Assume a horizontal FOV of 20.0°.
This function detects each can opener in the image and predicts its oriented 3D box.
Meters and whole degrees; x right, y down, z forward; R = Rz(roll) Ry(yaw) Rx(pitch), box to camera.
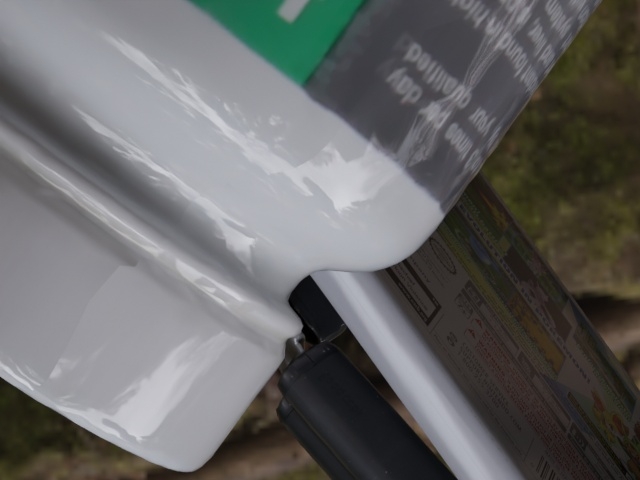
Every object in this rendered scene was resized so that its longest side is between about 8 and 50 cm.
[{"bbox_3d":[0.021,0.086,1.122,0.095,0.283,0.076,-35,157,-20],"label":"can opener"}]

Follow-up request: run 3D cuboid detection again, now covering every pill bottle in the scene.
[{"bbox_3d":[-0.002,-0.119,0.585,0.204,0.361,0.204,35,179,1],"label":"pill bottle"}]

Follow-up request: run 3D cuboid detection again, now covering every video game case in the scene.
[{"bbox_3d":[0.111,0.070,1.095,0.036,0.329,0.300,-35,-178,21],"label":"video game case"}]
